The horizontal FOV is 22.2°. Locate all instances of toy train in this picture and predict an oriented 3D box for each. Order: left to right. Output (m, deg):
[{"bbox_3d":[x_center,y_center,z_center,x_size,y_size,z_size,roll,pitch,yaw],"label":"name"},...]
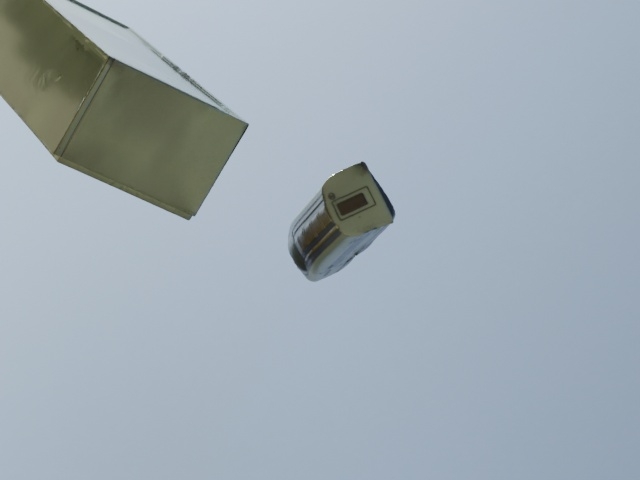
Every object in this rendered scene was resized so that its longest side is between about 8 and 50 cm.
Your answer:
[{"bbox_3d":[0.001,0.000,1.297,0.055,0.048,0.252,59,-17,5],"label":"toy train"}]

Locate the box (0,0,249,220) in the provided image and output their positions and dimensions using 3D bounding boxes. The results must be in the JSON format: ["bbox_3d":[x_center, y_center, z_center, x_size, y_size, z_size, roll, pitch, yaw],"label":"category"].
[{"bbox_3d":[-0.171,-0.116,1.234,0.086,0.129,0.225,-59,-142,9],"label":"box"}]
